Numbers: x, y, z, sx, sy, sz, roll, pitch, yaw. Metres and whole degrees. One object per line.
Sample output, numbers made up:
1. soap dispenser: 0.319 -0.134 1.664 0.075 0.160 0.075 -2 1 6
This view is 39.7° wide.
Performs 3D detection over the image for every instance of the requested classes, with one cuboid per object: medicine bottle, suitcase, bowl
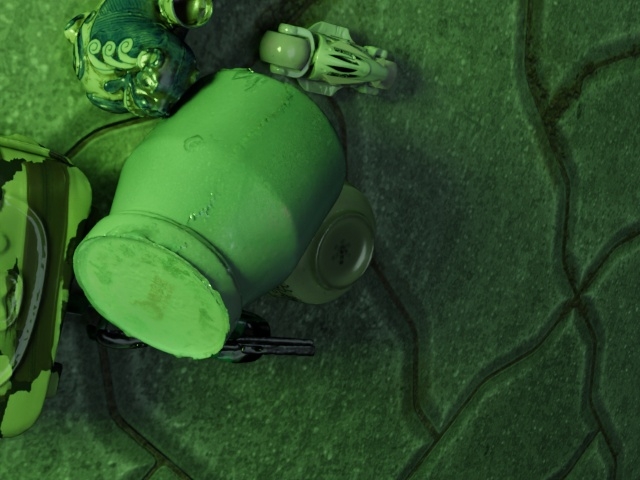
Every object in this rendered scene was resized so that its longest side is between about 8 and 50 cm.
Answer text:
1. medicine bottle: -0.131 -0.029 1.057 0.290 0.245 0.245 -59 140 -41
2. suitcase: -0.448 0.035 0.970 0.339 0.194 0.351 12 91 -41
3. bowl: 0.000 0.000 1.408 0.238 0.126 0.238 -17 117 -37

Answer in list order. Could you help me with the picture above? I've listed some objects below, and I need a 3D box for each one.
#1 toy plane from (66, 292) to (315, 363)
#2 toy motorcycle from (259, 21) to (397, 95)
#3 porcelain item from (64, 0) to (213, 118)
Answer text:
1. toy plane: -0.203 0.117 1.260 0.382 0.155 0.106 19 96 -28
2. toy motorcycle: 0.025 -0.267 1.326 0.254 0.112 0.112 3 105 -42
3. porcelain item: -0.192 -0.285 1.070 0.138 0.186 0.288 31 85 -43
